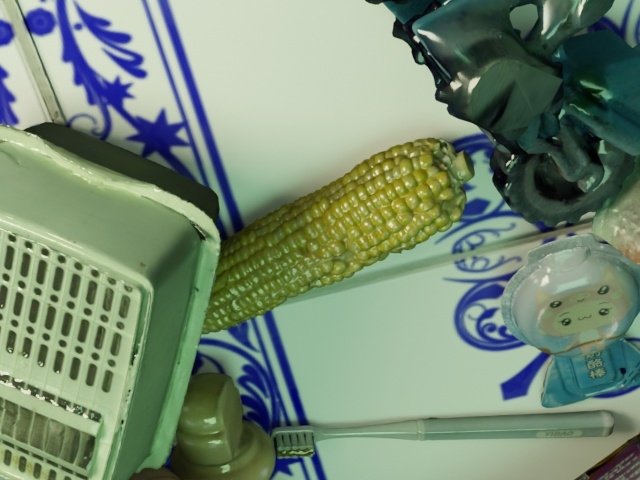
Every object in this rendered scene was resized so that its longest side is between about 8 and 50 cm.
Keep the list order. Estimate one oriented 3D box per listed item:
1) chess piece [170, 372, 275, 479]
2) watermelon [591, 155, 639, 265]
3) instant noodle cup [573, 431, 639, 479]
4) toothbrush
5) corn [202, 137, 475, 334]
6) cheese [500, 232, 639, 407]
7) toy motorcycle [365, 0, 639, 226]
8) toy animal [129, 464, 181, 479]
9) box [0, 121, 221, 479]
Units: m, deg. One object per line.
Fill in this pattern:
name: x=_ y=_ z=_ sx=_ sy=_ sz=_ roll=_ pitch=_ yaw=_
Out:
chess piece: x=-0.077 y=0.290 z=1.426 sx=0.117 sy=0.117 sz=0.397 roll=-9 pitch=126 yaw=0
watermelon: x=0.396 y=-0.019 z=1.192 sx=0.318 sy=0.226 sz=0.148 roll=-19 pitch=151 yaw=31
instant noodle cup: x=0.308 y=0.361 z=1.419 sx=0.340 sy=0.340 sz=0.266 roll=36 pitch=104 yaw=-28
toothbrush: x=0.121 y=0.187 z=1.421 sx=0.342 sy=0.030 sz=0.025 roll=-3 pitch=131 yaw=-7
corn: x=0.000 y=0.000 z=1.232 sx=0.288 sy=0.086 sz=0.086 roll=-28 pitch=125 yaw=15
cheese: x=0.240 y=0.075 z=1.334 sx=0.135 sy=0.052 sz=0.244 roll=-16 pitch=137 yaw=9
toy motorcycle: x=0.167 y=-0.177 z=1.072 sx=0.232 sy=0.172 sz=0.416 roll=-39 pitch=131 yaw=5
toy animal: x=-0.179 y=0.264 z=1.300 sx=0.166 sy=0.250 sz=0.154 roll=-11 pitch=103 yaw=-39
box: x=-0.204 y=0.061 z=1.171 sx=0.221 sy=0.166 sz=0.290 roll=23 pitch=125 yaw=8
